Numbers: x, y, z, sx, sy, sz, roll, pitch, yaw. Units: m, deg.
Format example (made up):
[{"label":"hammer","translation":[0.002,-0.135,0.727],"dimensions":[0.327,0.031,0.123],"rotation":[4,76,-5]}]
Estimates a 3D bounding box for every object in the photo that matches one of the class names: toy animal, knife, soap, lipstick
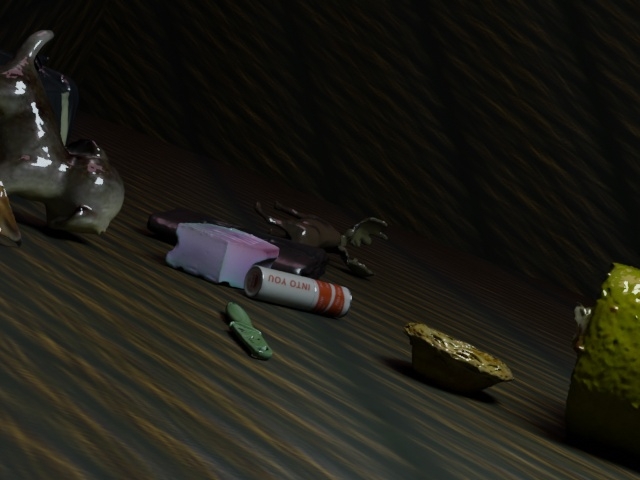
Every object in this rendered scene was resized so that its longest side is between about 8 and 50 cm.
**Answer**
[{"label":"toy animal","translation":[0.000,0.000,2.250],"dimensions":[0.186,0.093,0.214],"rotation":[15,11,18]},{"label":"knife","translation":[-0.073,0.082,1.354],"dimensions":[0.030,0.014,0.207],"rotation":[19,5,-15]},{"label":"soap","translation":[-0.110,0.019,1.705],"dimensions":[0.100,0.056,0.149],"rotation":[22,6,14]},{"label":"toy animal","translation":[-0.326,-0.099,1.593],"dimensions":[0.169,0.233,0.121],"rotation":[-25,7,-16]},{"label":"lipstick","translation":[-0.025,0.060,1.655],"dimensions":[0.131,0.038,0.038],"rotation":[15,6,-37]}]

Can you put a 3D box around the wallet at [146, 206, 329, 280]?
[{"label":"wallet","translation":[-0.109,0.005,1.929],"dimensions":[0.229,0.049,0.182],"rotation":[18,7,8]}]

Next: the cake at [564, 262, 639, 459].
[{"label":"cake","translation":[0.327,0.125,1.435],"dimensions":[0.156,0.179,0.260],"rotation":[21,2,18]}]

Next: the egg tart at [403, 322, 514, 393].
[{"label":"egg tart","translation":[0.137,0.126,1.472],"dimensions":[0.129,0.049,0.129],"rotation":[24,2,-1]}]

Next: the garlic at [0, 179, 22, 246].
[{"label":"garlic","translation":[-0.394,-0.072,1.413],"dimensions":[0.207,0.128,0.115],"rotation":[30,34,34]}]

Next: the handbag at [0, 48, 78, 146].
[{"label":"handbag","translation":[-0.446,-0.167,1.818],"dimensions":[0.254,0.181,0.181],"rotation":[21,12,12]}]
